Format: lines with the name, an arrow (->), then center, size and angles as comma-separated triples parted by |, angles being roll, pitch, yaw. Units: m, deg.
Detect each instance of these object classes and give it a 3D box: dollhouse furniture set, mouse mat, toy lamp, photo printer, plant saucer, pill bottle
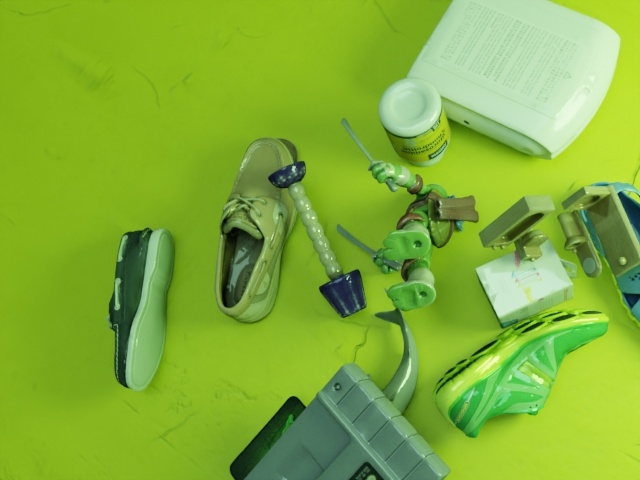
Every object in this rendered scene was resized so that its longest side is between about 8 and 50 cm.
dollhouse furniture set -> 0.347, 0.008, 1.216 | 0.151, 0.144, 0.123 | -2, 63, -30
mouse mat -> -0.054, 0.370, 1.370 | 0.152, 0.007, 0.189 | 46, 105, 23
toy lamp -> 0.000, 0.000, 1.427 | 0.080, 0.080, 0.274 | -26, 87, 7
photo printer -> 0.334, -0.294, 1.429 | 0.307, 0.107, 0.256 | 29, 84, 21
plant saucer -> -0.079, -0.149, 1.556 | 0.083, 0.015, 0.083 | -4, 74, 15
pill bottle -> 0.163, -0.190, 1.406 | 0.103, 0.184, 0.103 | -5, 73, 15

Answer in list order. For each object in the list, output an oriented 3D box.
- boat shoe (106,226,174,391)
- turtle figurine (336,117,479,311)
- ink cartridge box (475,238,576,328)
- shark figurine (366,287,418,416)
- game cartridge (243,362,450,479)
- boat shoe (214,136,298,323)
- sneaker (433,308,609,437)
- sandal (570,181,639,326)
boat shoe -> -0.333, 0.122, 1.503 | 0.091, 0.114, 0.302 | -1, 62, 15
turtle figurine -> 0.109, -0.018, 1.349 | 0.275, 0.266, 0.198 | 25, 119, -7
ink cartridge box -> 0.333, 0.065, 1.330 | 0.143, 0.092, 0.090 | -25, 68, 6
shark figurine -> 0.107, 0.232, 1.336 | 0.166, 0.116, 0.278 | 23, 83, 20
game cartridge -> 0.010, 0.392, 1.285 | 0.230, 0.068, 0.355 | 48, 110, 27
boat shoe -> -0.116, -0.029, 1.471 | 0.122, 0.110, 0.341 | 1, 77, 18
sneaker -> 0.319, 0.202, 1.302 | 0.295, 0.109, 0.123 | -32, 93, 2
sandal -> 0.494, 0.029, 1.271 | 0.126, 0.138, 0.317 | -36, 69, 1
